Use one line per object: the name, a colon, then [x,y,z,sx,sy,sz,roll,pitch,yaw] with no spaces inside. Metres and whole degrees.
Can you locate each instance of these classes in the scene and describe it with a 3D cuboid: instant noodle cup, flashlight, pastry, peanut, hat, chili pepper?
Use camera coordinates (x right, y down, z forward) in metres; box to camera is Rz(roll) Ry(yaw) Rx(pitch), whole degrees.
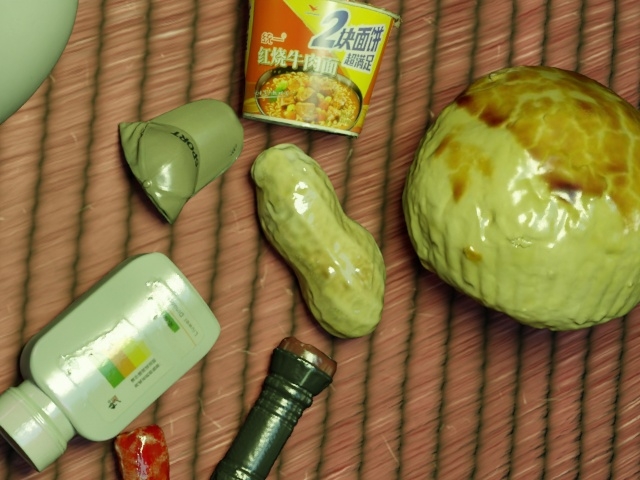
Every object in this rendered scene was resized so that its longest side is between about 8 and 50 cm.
instant noodle cup: [-0.011,-0.233,1.825,0.213,0.213,0.174,8,94,-24]
flashlight: [-0.066,0.247,1.855,0.093,0.093,0.232,32,81,-21]
pastry: [0.308,-0.068,1.859,0.388,0.388,0.313,1,115,-25]
peanut: [0.000,0.000,1.861,0.130,0.130,0.290,-37,105,-20]
hat: [-0.175,-0.122,1.803,0.175,0.085,0.147,-36,103,-19]
chili pepper: [-0.232,0.301,1.784,0.073,0.070,0.123,-5,94,-8]

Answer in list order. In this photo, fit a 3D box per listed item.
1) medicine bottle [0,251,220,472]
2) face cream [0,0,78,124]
medicine bottle: [-0.279,0.156,1.740,0.296,0.111,0.161,-40,103,-18]
face cream: [-0.420,-0.304,1.603,0.312,0.219,0.357,46,66,-46]
